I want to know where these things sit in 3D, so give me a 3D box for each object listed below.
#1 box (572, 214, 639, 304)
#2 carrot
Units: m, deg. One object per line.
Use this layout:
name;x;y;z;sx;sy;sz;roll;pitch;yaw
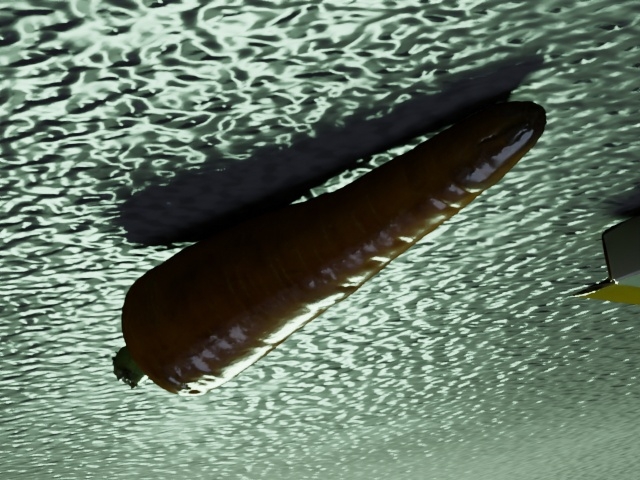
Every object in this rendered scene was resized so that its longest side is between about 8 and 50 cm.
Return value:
box;0.247;-0.017;0.866;0.247;0.033;0.129;-23;161;40
carrot;0.000;0.000;0.766;0.061;0.061;0.256;7;148;-46
